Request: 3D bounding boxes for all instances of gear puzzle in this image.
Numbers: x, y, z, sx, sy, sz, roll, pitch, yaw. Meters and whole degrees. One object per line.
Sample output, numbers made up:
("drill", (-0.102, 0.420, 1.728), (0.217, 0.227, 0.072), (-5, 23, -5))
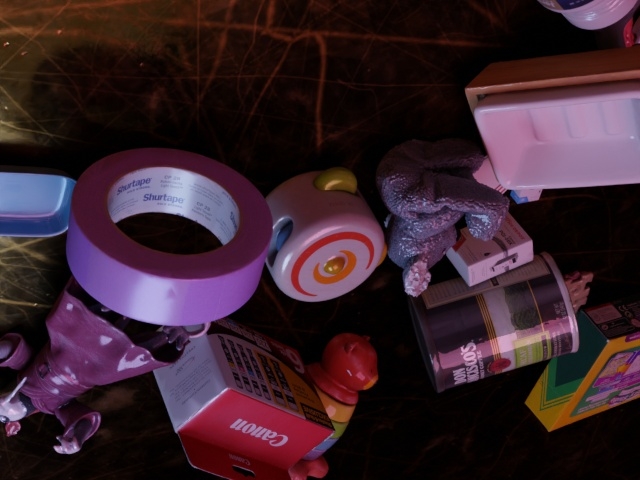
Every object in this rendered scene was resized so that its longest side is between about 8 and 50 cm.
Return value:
("gear puzzle", (0.407, 0.155, 2.083), (0.338, 0.044, 0.175), (-17, 140, -10))

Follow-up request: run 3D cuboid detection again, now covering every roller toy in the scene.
("roller toy", (0.000, 0.000, 1.593), (0.191, 0.146, 0.209), (-28, 141, -1))

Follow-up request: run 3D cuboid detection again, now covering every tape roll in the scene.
("tape roll", (-0.207, -0.011, 1.359), (0.274, 0.275, 0.090), (-4, 134, -27))

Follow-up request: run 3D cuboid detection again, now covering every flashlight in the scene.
("flashlight", (0.496, -0.301, 1.577), (0.103, 0.103, 0.304), (-1, 134, 29))

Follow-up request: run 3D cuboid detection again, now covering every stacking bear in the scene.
("stacking bear", (0.006, 0.308, 1.917), (0.289, 0.164, 0.175), (-54, 159, 11))

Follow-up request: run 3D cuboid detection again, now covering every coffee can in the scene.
("coffee can", (0.322, 0.153, 1.866), (0.275, 0.202, 0.201), (-17, 140, 0))

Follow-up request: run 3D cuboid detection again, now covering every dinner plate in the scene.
("dinner plate", (0.298, -0.114, 1.740), (0.141, 0.017, 0.141), (-23, 144, -18))

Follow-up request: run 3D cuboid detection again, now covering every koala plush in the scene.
("koala plush", (0.168, -0.036, 1.638), (0.203, 0.196, 0.221), (2, 133, -17))

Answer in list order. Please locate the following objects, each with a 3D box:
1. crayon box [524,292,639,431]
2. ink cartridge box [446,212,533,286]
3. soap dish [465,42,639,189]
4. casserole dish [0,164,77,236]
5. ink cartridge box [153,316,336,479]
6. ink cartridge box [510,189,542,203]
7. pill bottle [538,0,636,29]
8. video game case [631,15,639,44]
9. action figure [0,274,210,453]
("crayon box", (0.685, 0.265, 2.276), (0.362, 0.106, 0.313), (-10, 138, -33))
("ink cartridge box", (0.312, 0.013, 1.826), (0.135, 0.099, 0.056), (-22, 134, -9))
("soap dish", (0.398, -0.192, 1.554), (0.290, 0.118, 0.229), (-2, 143, 26))
("casserole dish", (-0.424, -0.059, 1.369), (0.188, 0.037, 0.114), (2, 132, -31))
("ink cartridge box", (-0.126, 0.283, 1.719), (0.130, 0.272, 0.309), (-41, 139, 15))
("ink cartridge box", (0.382, -0.110, 1.794), (0.048, 0.028, 0.083), (-12, 137, -20))
("pill bottle", (0.334, -0.408, 1.356), (0.153, 0.153, 0.264), (-44, 137, 17))
("video game case", (0.633, -0.284, 1.753), (0.329, 0.036, 0.300), (1, 132, -32))
("action figure", (-0.403, 0.182, 1.574), (0.370, 0.248, 0.276), (-37, -176, 28))
